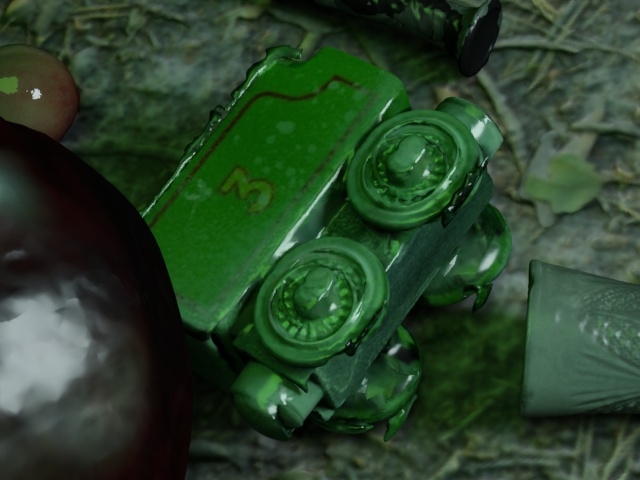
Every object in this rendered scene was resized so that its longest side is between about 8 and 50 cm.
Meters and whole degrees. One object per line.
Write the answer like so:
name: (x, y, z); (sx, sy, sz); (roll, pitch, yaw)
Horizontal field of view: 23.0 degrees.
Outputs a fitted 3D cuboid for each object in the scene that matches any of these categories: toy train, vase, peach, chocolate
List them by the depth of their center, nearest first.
chocolate: (-0.248, 0.082, 0.841); (0.331, 0.383, 0.383); (-33, 62, -33)
vase: (0.230, 0.068, 0.931); (0.219, 0.096, 0.096); (5, 66, 7)
toy train: (0.000, 0.000, 0.978); (0.188, 0.132, 0.243); (30, 73, 28)
peach: (-0.205, -0.095, 1.075); (0.083, 0.083, 0.083); (-3, 65, 7)
vase: (0.040, -0.168, 1.084); (0.167, 0.059, 0.059); (25, 71, 18)
